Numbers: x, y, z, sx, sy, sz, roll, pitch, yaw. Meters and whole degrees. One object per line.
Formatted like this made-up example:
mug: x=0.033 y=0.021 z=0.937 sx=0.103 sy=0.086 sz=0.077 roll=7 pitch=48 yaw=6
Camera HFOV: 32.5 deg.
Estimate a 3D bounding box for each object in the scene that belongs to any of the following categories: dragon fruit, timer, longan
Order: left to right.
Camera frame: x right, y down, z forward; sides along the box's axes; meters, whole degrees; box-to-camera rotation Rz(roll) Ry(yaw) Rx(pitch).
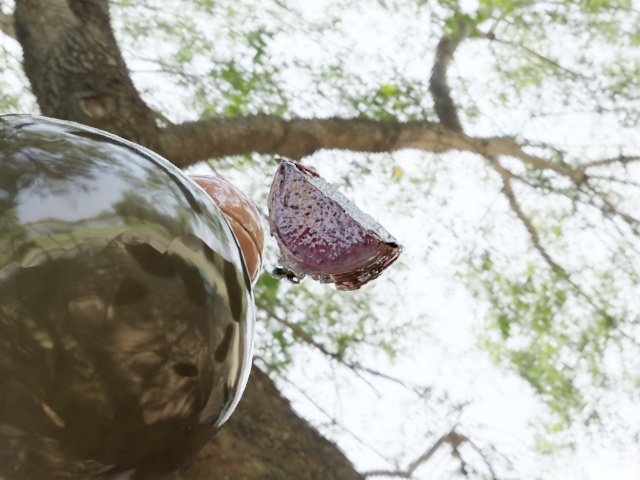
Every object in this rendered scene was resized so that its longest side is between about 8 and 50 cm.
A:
longan: x=-0.187 y=0.052 z=0.750 sx=0.297 sy=0.297 sz=0.297 roll=-29 pitch=-41 yaw=-29
timer: x=-0.202 y=0.010 z=1.781 sx=0.215 sy=0.230 sz=0.229 roll=-66 pitch=-15 yaw=-51
dragon fruit: x=0.000 y=0.000 z=1.031 sx=0.096 sy=0.147 sz=0.102 roll=-55 pitch=-31 yaw=14
